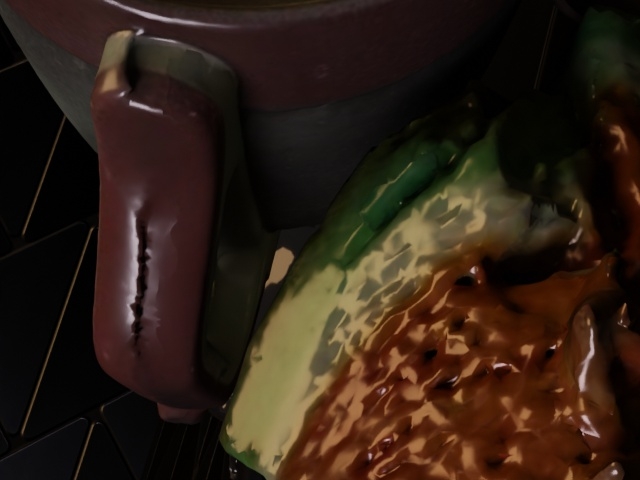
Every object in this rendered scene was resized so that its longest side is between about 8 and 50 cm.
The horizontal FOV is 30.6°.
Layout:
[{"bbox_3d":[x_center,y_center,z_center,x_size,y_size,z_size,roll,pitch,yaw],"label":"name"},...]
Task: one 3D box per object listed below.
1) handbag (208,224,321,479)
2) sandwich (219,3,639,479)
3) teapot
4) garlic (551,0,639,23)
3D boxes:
[{"bbox_3d":[-0.044,0.020,0.886,0.342,0.152,0.287,-142,62,-67],"label":"handbag"},{"bbox_3d":[0.046,0.081,0.407,0.301,0.162,0.250,-79,8,-49],"label":"sandwich"},{"bbox_3d":[-0.034,-0.079,0.523,0.312,0.233,0.314,91,-167,-68],"label":"teapot"},{"bbox_3d":[0.141,-0.157,0.487,0.159,0.102,0.147,154,133,-77],"label":"garlic"}]
